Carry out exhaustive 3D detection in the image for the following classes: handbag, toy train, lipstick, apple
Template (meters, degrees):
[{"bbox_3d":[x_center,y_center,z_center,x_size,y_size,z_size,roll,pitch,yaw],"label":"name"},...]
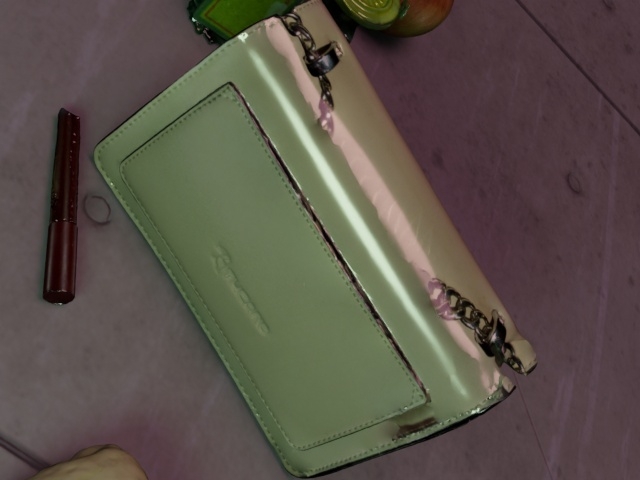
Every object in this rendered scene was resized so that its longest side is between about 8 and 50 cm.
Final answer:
[{"bbox_3d":[0.000,0.000,0.916,0.160,0.237,0.358,-35,95,-45],"label":"handbag"},{"bbox_3d":[-0.014,-0.295,1.118,0.188,0.159,0.271,33,50,-20],"label":"toy train"},{"bbox_3d":[-0.214,-0.032,0.883,0.027,0.027,0.176,19,56,-37],"label":"lipstick"},{"bbox_3d":[0.096,-0.301,1.261,0.126,0.102,0.126,34,41,-36],"label":"apple"}]

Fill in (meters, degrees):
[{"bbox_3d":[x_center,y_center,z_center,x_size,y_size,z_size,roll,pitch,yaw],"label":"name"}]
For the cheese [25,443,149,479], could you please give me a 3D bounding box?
[{"bbox_3d":[-0.144,0.282,0.738,0.159,0.093,0.263,-24,87,-46],"label":"cheese"}]
